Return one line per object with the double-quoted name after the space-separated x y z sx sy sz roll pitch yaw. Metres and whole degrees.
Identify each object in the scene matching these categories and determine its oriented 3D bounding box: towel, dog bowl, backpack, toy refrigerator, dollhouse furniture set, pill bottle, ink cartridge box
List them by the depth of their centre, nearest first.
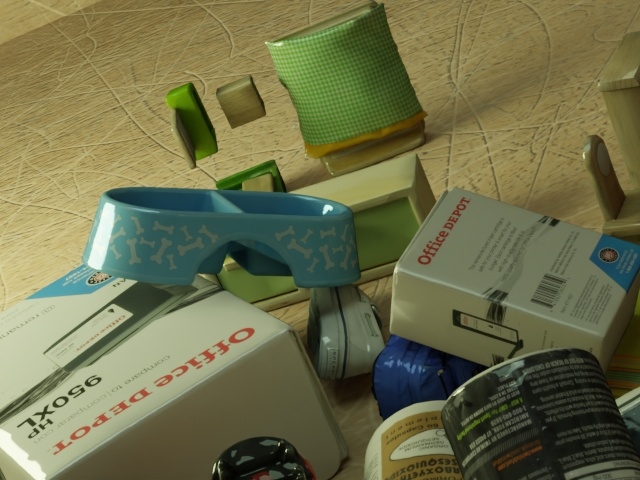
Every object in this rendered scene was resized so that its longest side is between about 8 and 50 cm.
0.187 0.213 1.274 0.130 0.130 0.245 -22 65 5 "pill bottle"
0.100 0.242 1.395 0.131 0.131 0.229 -19 26 11 "pill bottle"
0.185 0.046 1.618 0.203 0.086 0.148 18 41 18 "ink cartridge box"
0.290 0.098 1.647 0.102 0.021 0.237 5 36 36 "towel"
0.107 0.124 1.659 0.101 0.098 0.120 1 34 35 "backpack"
-0.199 0.170 1.748 0.285 0.166 0.395 -32 26 -20 "ink cartridge box"
0.477 -0.131 1.749 0.355 0.174 0.303 -8 30 31 "dollhouse furniture set"
-0.098 -0.006 1.801 0.297 0.074 0.166 2 12 -19 "dog bowl"
0.000 0.000 1.986 0.269 0.102 0.094 -16 26 14 "toy refrigerator"
-0.022 -0.145 2.172 0.301 0.197 0.151 -22 24 6 "dollhouse furniture set"

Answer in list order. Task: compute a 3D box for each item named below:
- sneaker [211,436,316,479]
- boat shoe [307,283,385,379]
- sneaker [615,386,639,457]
-0.019 0.299 1.431 0.097 0.135 0.276 -15 47 -9 "sneaker"
0.029 0.092 1.834 0.076 0.083 0.226 5 24 -5 "boat shoe"
0.331 0.166 1.351 0.321 0.126 0.127 -24 22 -1 "sneaker"
